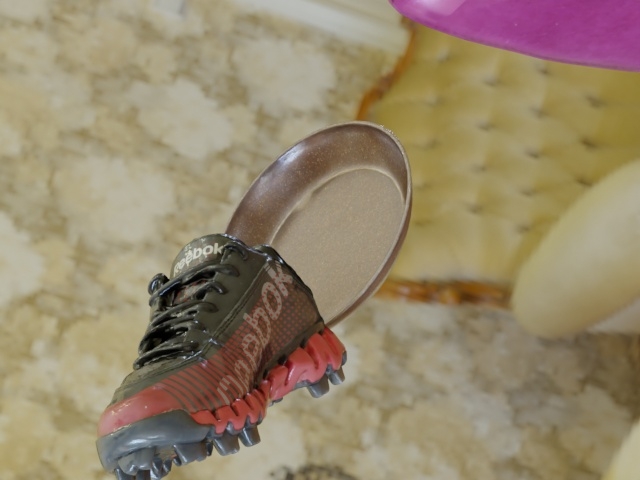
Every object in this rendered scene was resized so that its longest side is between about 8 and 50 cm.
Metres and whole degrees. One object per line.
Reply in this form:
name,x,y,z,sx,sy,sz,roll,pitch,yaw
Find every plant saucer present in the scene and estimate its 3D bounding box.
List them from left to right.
plant saucer,0.000,0.000,1.261,0.199,0.036,0.198,-26,45,29

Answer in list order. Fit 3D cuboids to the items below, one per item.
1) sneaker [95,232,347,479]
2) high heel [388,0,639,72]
sneaker,-0.076,0.070,1.061,0.098,0.135,0.276,-21,3,25
high heel,0.153,-0.083,0.654,0.181,0.377,0.127,-45,51,3
